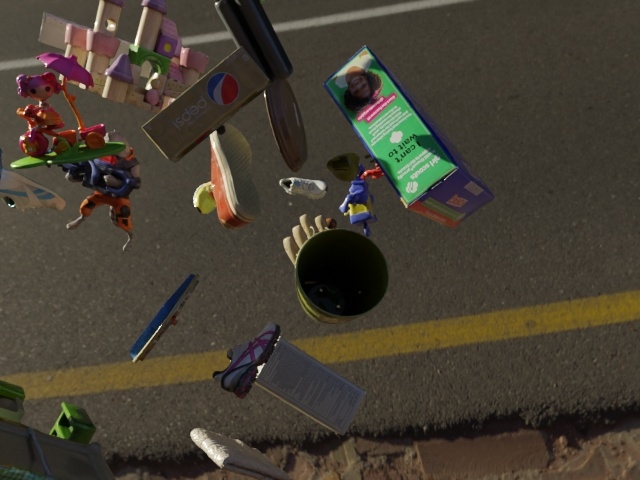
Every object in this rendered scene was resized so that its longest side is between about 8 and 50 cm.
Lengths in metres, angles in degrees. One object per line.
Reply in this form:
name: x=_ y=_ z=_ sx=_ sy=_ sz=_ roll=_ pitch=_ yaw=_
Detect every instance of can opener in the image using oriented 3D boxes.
can opener: x=-0.143 y=-0.382 z=0.888 sx=0.074 sy=0.280 sz=0.093 roll=-16 pitch=31 yaw=28

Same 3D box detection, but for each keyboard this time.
keyboard: x=-0.538 y=-0.470 z=1.311 sx=0.256 sy=0.072 sz=0.014 roll=14 pitch=38 yaw=-25

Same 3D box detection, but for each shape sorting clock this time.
shape sorting clock: x=-0.298 y=0.152 z=1.059 sx=0.040 sy=0.206 sz=0.206 roll=38 pitch=61 yaw=-6

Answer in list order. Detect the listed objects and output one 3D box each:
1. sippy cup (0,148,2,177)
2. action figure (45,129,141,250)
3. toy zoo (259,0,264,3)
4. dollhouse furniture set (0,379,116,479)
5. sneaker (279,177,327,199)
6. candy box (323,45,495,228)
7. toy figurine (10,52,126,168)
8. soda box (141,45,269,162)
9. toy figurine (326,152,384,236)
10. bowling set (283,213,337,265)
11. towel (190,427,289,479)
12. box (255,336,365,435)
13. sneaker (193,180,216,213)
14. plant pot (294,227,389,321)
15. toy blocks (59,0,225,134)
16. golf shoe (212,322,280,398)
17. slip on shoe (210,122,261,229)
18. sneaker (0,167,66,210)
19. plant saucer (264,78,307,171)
sippy cup: x=-0.859 y=-0.165 z=1.213 sx=0.240 sy=0.224 sz=0.305 roll=26 pitch=100 yaw=45
action figure: x=-0.643 y=-0.173 z=1.575 sx=0.341 sy=0.330 sz=0.178 roll=27 pitch=24 yaw=11
toy zoo: x=-0.099 y=-0.669 z=1.156 sx=0.293 sy=0.192 sz=0.030 roll=-39 pitch=17 yaw=12
dollhouse furniture set: x=-0.412 y=0.321 z=0.726 sx=0.301 sy=0.197 sz=0.151 roll=12 pitch=71 yaw=54
sneaker: x=-0.066 y=-0.196 z=1.984 sx=0.190 sy=0.083 sz=0.071 roll=6 pitch=84 yaw=27
candy box: x=0.181 y=-0.193 z=1.073 sx=0.122 sy=0.268 sz=0.317 roll=-41 pitch=65 yaw=19
toy figurine: x=-0.410 y=-0.206 z=0.839 sx=0.173 sy=0.159 sz=0.130 roll=-15 pitch=23 yaw=-19
soda box: x=-0.162 y=-0.191 z=0.771 sx=0.181 sy=0.061 sz=0.058 roll=-40 pitch=9 yaw=-4
toy figurine: x=0.143 y=-0.121 z=1.575 sx=0.191 sy=0.362 sz=0.217 roll=-6 pitch=86 yaw=13
bowling set: x=0.000 y=0.000 z=1.978 sx=0.200 sy=0.287 sz=0.154 roll=-19 pitch=77 yaw=-23
towel: x=-0.228 y=0.631 z=1.570 sx=0.187 sy=0.282 sz=0.049 roll=15 pitch=72 yaw=48
box: x=-0.042 y=0.416 z=1.556 sx=0.311 sy=0.121 sz=0.148 roll=36 pitch=70 yaw=-12
sneaker: x=-0.307 y=-0.161 z=1.663 sx=0.094 sy=0.081 sz=0.208 roll=-12 pitch=32 yaw=45
plant pot: x=0.037 y=0.148 z=1.659 sx=0.274 sy=0.293 sz=0.275 roll=5 pitch=65 yaw=-10
toy blocks: x=-0.357 y=-0.415 z=1.173 sx=0.309 sy=0.288 sz=0.260 roll=27 pitch=102 yaw=42
golf shoe: x=-0.147 y=0.232 z=1.118 sx=0.086 sy=0.067 sz=0.186 roll=27 pitch=45 yaw=9
slip on shoe: x=-0.234 y=-0.173 z=1.370 sx=0.101 sy=0.123 sz=0.331 roll=-35 pitch=57 yaw=32
sneaker: x=-0.813 y=-0.123 z=1.496 sx=0.087 sy=0.228 sz=0.092 roll=16 pitch=80 yaw=26
plant saucer: x=-0.087 y=-0.323 z=1.455 sx=0.041 sy=0.278 sz=0.278 roll=-14 pitch=48 yaw=11
